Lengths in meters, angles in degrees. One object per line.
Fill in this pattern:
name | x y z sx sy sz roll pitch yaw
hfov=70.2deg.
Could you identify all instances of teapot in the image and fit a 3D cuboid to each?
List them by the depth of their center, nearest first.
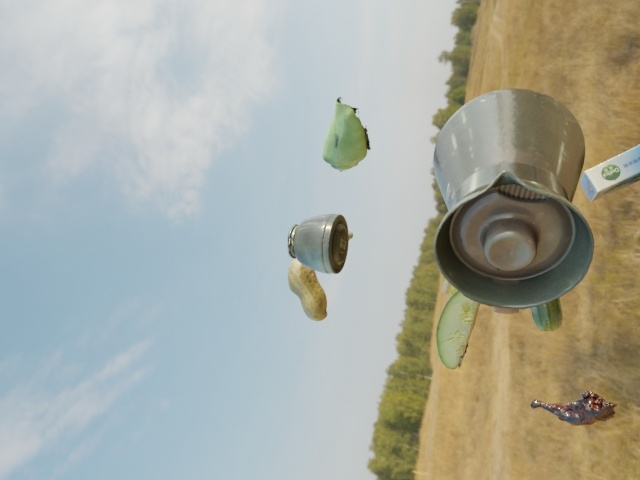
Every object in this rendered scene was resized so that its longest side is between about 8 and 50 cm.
teapot | 0.301 -0.059 0.744 0.344 0.253 0.300 -61 -35 -50
teapot | -0.002 -0.007 0.864 0.149 0.108 0.111 -62 -31 -46

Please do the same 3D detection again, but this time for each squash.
squash | 0.444 0.070 0.922 0.066 0.066 0.229 -23 -79 -73
squash | 0.370 0.229 1.246 0.169 0.093 0.252 -60 -25 -24

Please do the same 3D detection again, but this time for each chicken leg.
chicken leg | 0.682 0.453 1.225 0.048 0.219 0.090 -22 -98 -41

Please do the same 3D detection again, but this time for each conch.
conch | 0.095 -0.350 1.577 0.137 0.143 0.251 -10 -44 -42

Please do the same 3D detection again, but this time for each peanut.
peanut | -0.041 0.160 1.462 0.214 0.098 0.090 63 177 2

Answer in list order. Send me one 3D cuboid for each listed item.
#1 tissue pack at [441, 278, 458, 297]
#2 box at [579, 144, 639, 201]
tissue pack | 0.497 0.075 1.456 0.159 0.125 0.234 -9 -61 -41
box | 0.835 -0.192 1.257 0.139 0.194 0.073 15 -130 -64
